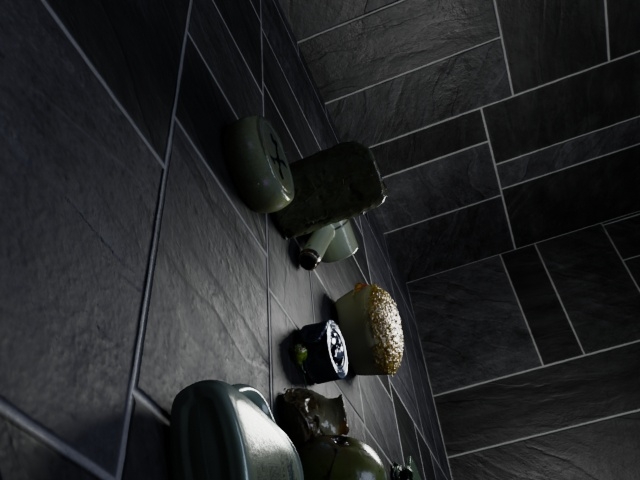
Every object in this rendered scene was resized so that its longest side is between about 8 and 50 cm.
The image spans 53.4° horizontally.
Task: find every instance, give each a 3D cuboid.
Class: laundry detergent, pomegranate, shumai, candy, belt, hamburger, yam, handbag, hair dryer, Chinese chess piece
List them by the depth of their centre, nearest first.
[{"bbox_3d":[-0.096,0.304,0.889,0.280,0.105,0.215,42,29,-64],"label":"laundry detergent"},{"bbox_3d":[0.034,0.443,1.108,0.179,0.179,0.210,-56,127,-75],"label":"pomegranate"},{"bbox_3d":[-0.004,0.341,1.230,0.145,0.116,0.145,-19,90,-77],"label":"shumai"},{"bbox_3d":[-0.038,0.284,1.392,0.035,0.035,0.123,-18,102,-35],"label":"candy"},{"bbox_3d":[-0.138,-0.179,1.474,0.238,0.092,0.238,-19,90,-79],"label":"Chinese chess piece"},{"bbox_3d":[0.006,0.261,1.487,0.190,0.082,0.141,27,49,-75],"label":"belt"},{"bbox_3d":[0.018,-0.137,1.657,0.195,0.300,0.195,-19,90,-89],"label":"yam"},{"bbox_3d":[0.000,0.000,1.819,0.362,0.128,0.203,-62,134,-64],"label":"hair dryer"},{"bbox_3d":[0.158,0.268,1.932,0.276,0.179,0.294,59,17,-49],"label":"hamburger"},{"bbox_3d":[0.292,0.834,1.940,0.247,0.079,0.260,-87,155,-62],"label":"handbag"}]
